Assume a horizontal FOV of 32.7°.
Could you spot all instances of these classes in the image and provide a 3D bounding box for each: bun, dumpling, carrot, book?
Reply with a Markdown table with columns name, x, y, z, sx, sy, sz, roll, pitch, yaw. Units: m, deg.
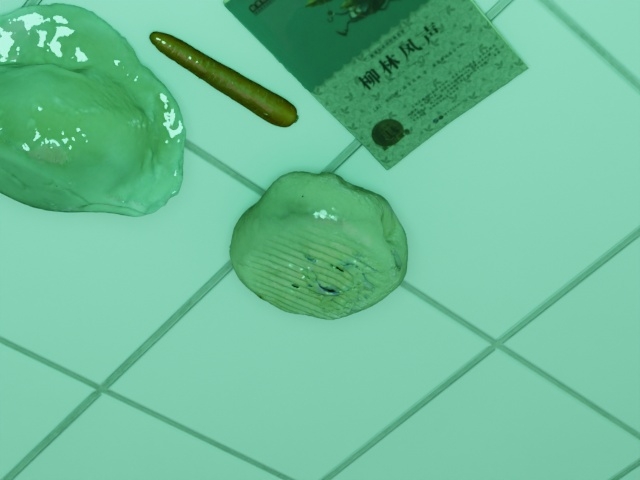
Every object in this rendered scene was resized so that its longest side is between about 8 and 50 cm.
| name | x | y | z | sx | sy | sz | roll | pitch | yaw |
| --- | --- | --- | --- | --- | --- | --- | --- | --- | --- |
| bun | 0.001 | 0.004 | 1.666 | 0.273 | 0.168 | 0.272 | 4 | 135 | 4 |
| dumpling | -0.351 | -0.148 | 1.460 | 0.321 | 0.211 | 0.270 | 23 | 120 | -37 |
| carrot | -0.134 | -0.227 | 1.534 | 0.248 | 0.043 | 0.043 | 29 | 119 | -25 |
| book | 0.083 | -0.287 | 1.522 | 0.264 | 0.031 | 0.379 | -36 | 125 | 19 |
